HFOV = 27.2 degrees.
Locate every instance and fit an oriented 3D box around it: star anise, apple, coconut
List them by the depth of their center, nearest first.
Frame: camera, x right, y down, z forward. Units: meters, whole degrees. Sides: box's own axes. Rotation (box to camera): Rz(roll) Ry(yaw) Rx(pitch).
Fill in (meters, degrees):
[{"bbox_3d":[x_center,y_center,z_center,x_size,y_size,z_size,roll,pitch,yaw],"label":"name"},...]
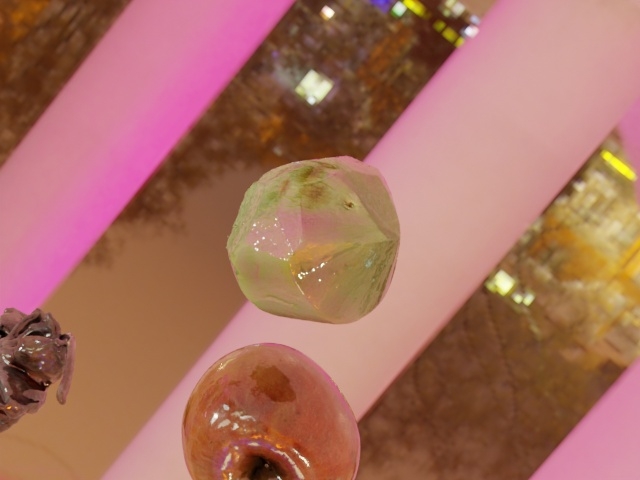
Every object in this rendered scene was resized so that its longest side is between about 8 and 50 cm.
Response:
[{"bbox_3d":[0.000,0.000,1.657,0.236,0.236,0.204,-105,2,-78],"label":"coconut"},{"bbox_3d":[-0.064,0.263,1.817,0.253,0.253,0.253,39,-173,-6],"label":"apple"},{"bbox_3d":[-0.516,0.239,2.286,0.139,0.316,0.359,34,-155,-28],"label":"star anise"}]
